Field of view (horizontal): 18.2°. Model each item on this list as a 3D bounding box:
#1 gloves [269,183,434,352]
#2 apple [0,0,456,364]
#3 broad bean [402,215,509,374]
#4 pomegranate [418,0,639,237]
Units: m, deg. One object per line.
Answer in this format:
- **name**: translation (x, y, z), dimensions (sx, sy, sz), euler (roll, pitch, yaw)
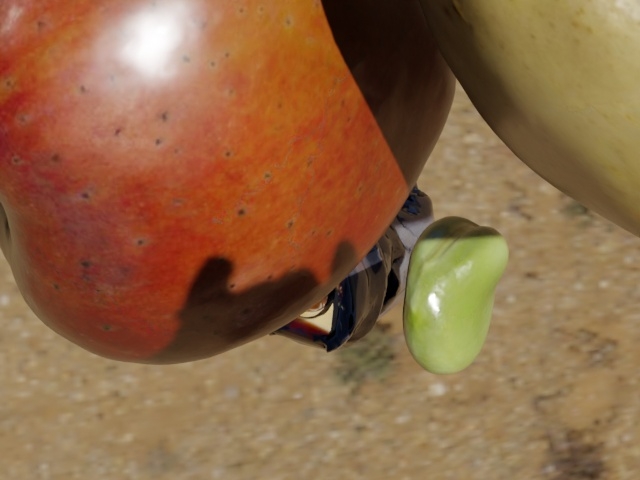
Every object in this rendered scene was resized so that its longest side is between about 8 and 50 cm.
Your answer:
- **gloves**: translation (0.006, 0.009, 1.267), dimensions (0.142, 0.285, 0.119), euler (-41, 102, 17)
- **apple**: translation (-0.063, -0.075, 0.809), dimensions (0.234, 0.234, 0.234), euler (0, 90, 28)
- **broad bean**: translation (0.068, 0.028, 1.034), dimensions (0.045, 0.063, 0.083), euler (11, 82, 35)
- **pomegranate**: translation (0.175, -0.130, 0.625), dimensions (0.319, 0.319, 0.319), euler (0, 90, 28)
